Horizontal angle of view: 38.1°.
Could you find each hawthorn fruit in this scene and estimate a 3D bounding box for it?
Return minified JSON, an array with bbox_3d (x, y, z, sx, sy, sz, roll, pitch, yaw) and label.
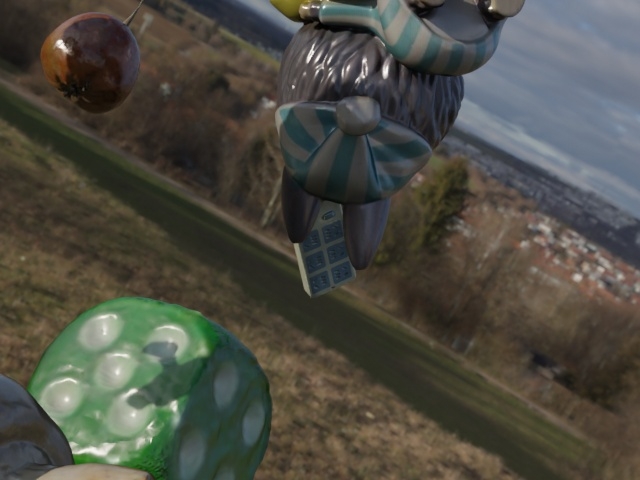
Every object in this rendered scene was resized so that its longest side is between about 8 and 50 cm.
[{"bbox_3d":[-0.339,-0.277,1.420,0.149,0.149,0.189,29,40,6],"label":"hawthorn fruit"}]

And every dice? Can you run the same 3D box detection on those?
[{"bbox_3d":[-0.267,0.285,1.469,0.287,0.300,0.297,8,-37,27],"label":"dice"}]

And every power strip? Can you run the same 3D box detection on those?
[{"bbox_3d":[0.000,0.000,1.384,0.081,0.192,0.035,-22,37,-13],"label":"power strip"}]

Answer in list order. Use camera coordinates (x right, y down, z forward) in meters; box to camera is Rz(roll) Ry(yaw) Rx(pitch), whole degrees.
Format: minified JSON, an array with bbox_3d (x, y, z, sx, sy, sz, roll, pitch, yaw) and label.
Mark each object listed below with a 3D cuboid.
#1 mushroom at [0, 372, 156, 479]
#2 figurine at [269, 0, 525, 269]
[{"bbox_3d":[-0.297,0.269,0.851,0.290,0.292,0.292,5,1,22],"label":"mushroom"},{"bbox_3d":[0.096,-0.150,1.184,0.266,0.377,0.361,-2,4,-23],"label":"figurine"}]
